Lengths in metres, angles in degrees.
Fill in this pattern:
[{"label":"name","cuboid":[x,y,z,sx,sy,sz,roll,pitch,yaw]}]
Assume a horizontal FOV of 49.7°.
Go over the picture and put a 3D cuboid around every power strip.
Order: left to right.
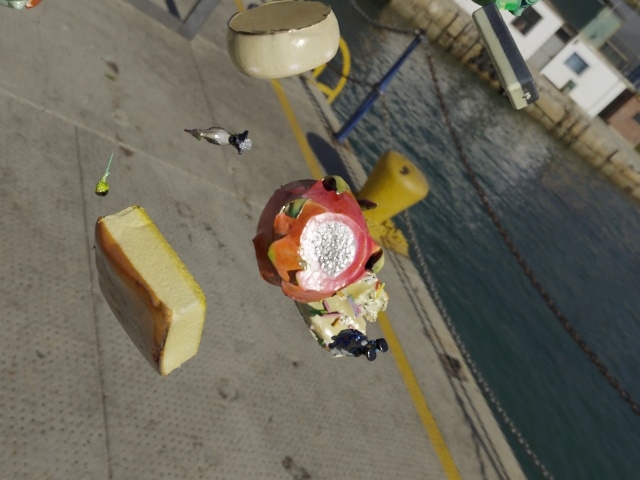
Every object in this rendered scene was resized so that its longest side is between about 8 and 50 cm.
[{"label":"power strip","cuboid":[0.429,-0.426,1.605,0.105,0.070,0.257,33,35,-57]}]

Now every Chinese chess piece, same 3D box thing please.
[{"label":"Chinese chess piece","cuboid":[-0.083,-0.444,1.506,0.250,0.249,0.103,-96,177,-55]}]

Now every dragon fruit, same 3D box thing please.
[{"label":"dragon fruit","cuboid":[0.000,0.000,1.524,0.290,0.291,0.189,26,-7,-35]}]

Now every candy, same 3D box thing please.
[{"label":"candy","cuboid":[-0.553,-0.171,1.787,0.035,0.035,0.123,19,71,-22]}]

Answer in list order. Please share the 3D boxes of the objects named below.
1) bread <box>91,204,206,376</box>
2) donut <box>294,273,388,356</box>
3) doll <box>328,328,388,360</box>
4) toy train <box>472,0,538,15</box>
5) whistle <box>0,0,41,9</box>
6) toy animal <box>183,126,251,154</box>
[{"label":"bread","cuboid":[-0.423,0.124,1.683,0.143,0.324,0.333,-28,65,-29]},{"label":"donut","cuboid":[0.053,0.138,1.956,0.307,0.150,0.371,55,24,0]},{"label":"doll","cuboid":[0.079,0.243,1.617,0.096,0.195,0.070,-23,103,-28]},{"label":"toy train","cuboid":[0.538,-0.774,1.903,0.202,0.301,0.120,-10,36,-28]},{"label":"whistle","cuboid":[-0.478,-0.417,1.081,0.105,0.102,0.253,25,-2,-24]},{"label":"toy animal","cuboid":[-0.285,-0.289,1.950,0.202,0.070,0.105,8,7,-17]}]
